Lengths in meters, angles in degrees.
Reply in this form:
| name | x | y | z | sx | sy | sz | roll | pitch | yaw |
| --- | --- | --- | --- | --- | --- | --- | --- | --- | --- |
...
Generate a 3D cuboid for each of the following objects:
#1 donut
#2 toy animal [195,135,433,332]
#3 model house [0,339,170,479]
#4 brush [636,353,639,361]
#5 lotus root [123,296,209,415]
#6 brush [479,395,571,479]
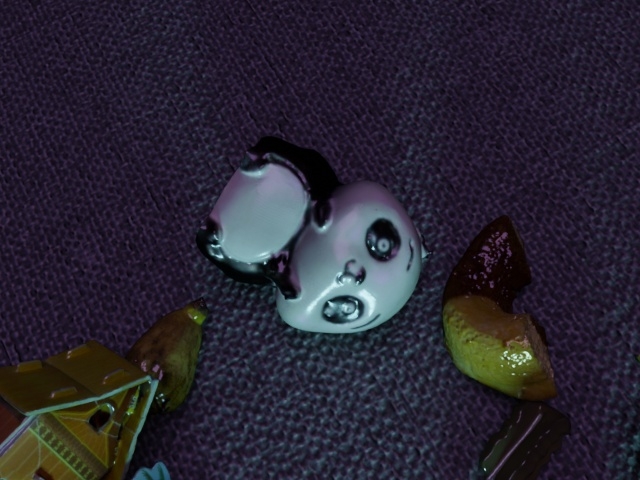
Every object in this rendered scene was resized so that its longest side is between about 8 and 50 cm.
| name | x | y | z | sx | sy | sz | roll | pitch | yaw |
| --- | --- | --- | --- | --- | --- | --- | --- | --- | --- |
| donut | 0.242 | 0.089 | 1.233 | 0.151 | 0.112 | 0.295 | -13 | 50 | 14 |
| toy animal | 0.000 | 0.000 | 1.240 | 0.310 | 0.251 | 0.251 | 34 | 71 | 3 |
| model house | -0.366 | 0.304 | 1.144 | 0.300 | 0.340 | 0.323 | 19 | 59 | 43 |
| brush | 0.594 | 0.278 | 1.194 | 0.085 | 0.020 | 0.336 | -33 | 69 | -12 |
| lotus root | -0.225 | 0.170 | 1.247 | 0.108 | 0.094 | 0.190 | 34 | 60 | -11 |
| brush | 0.229 | 0.347 | 1.164 | 0.084 | 0.071 | 0.301 | 36 | 80 | 34 |
